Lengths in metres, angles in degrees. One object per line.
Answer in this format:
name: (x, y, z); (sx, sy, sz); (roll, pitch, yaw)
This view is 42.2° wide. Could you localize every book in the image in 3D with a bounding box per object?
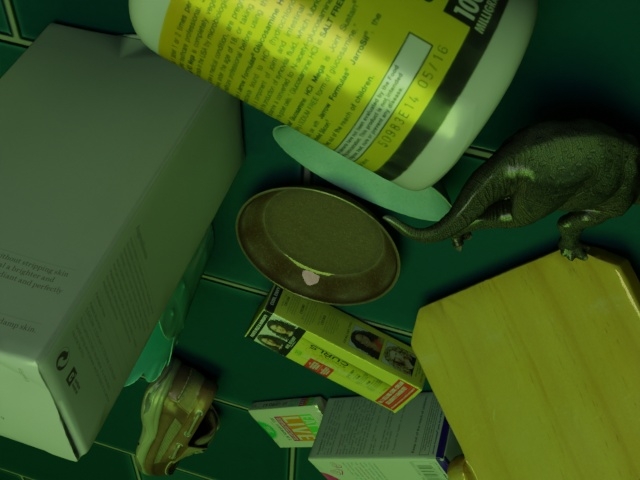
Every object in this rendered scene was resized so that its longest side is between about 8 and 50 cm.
book: (-0.032, 0.287, 1.316); (0.144, 0.035, 0.096); (-14, 125, 38)

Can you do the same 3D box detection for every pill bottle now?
pill bottle: (-0.021, -0.192, 0.632); (0.334, 0.188, 0.188); (28, 141, -7)

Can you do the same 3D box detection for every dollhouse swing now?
dollhouse swing: (0.336, 0.175, 0.989); (0.315, 0.305, 0.347); (-2, 160, -42)

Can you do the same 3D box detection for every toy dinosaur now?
toy dinosaur: (0.201, -0.056, 0.708); (0.313, 0.121, 0.160); (5, 147, -19)

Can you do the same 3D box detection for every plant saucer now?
plant saucer: (0.047, -0.078, 0.810); (0.195, 0.037, 0.195); (25, 171, 4)
plant saucer: (0.000, 0.000, 0.963); (0.198, 0.036, 0.199); (13, 140, 12)

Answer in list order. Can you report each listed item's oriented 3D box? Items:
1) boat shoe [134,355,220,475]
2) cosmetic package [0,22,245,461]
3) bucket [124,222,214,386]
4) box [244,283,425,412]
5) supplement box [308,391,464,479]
boat shoe: (-0.231, 0.313, 1.369); (0.116, 0.123, 0.324); (19, 143, 1)
cosmetic package: (-0.236, -0.024, 0.772); (0.217, 0.385, 0.156); (15, 139, 13)
bucket: (-0.273, 0.026, 1.005); (0.281, 0.183, 0.281); (13, 140, 11)
box: (0.023, 0.141, 1.096); (0.232, 0.058, 0.087); (28, 140, -7)
supplement box: (0.111, 0.296, 1.191); (0.220, 0.114, 0.111); (-11, 132, 33)
